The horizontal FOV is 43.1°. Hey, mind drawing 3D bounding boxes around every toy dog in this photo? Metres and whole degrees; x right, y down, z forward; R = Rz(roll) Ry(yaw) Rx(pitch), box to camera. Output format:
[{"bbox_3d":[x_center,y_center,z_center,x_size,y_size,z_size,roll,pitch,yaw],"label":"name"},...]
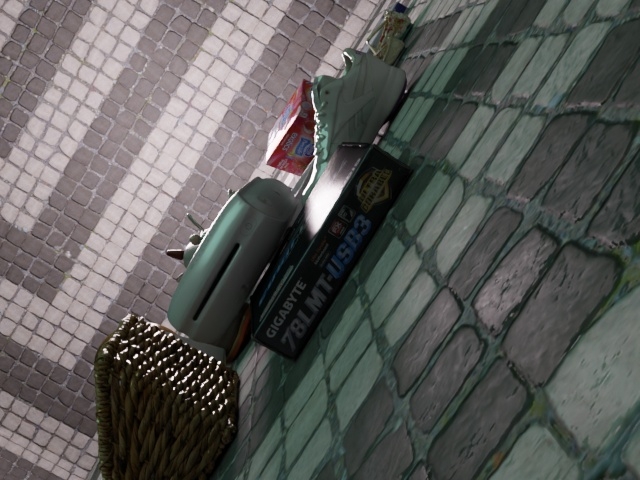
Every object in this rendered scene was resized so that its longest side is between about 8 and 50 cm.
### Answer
[{"bbox_3d":[-0.312,0.020,2.046,0.334,0.161,0.220,109,169,-55],"label":"toy dog"}]

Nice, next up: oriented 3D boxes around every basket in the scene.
[{"bbox_3d":[-0.269,0.273,1.239,0.213,0.223,0.299,-58,9,4],"label":"basket"}]

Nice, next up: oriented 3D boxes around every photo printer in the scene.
[{"bbox_3d":[-0.143,0.027,1.354,0.256,0.107,0.307,-59,3,12],"label":"photo printer"}]

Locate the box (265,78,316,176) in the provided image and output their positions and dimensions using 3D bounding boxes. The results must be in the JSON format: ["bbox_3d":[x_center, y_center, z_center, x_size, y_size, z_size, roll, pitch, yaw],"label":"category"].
[{"bbox_3d":[-0.052,-0.316,2.311,0.257,0.122,0.128,-50,29,47],"label":"box"}]

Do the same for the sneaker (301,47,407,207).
[{"bbox_3d":[0.026,-0.193,1.407,0.305,0.152,0.114,-62,11,-13],"label":"sneaker"}]

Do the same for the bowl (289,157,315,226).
[{"bbox_3d":[-0.031,-0.100,1.748,0.142,0.053,0.142,-51,12,42],"label":"bowl"}]

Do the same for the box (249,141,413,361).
[{"bbox_3d":[0.000,0.000,1.155,0.295,0.073,0.293,-59,7,4],"label":"box"}]

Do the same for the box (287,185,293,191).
[{"bbox_3d":[-0.130,-0.057,2.000,0.183,0.059,0.232,-42,9,-2],"label":"box"}]

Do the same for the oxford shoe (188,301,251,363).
[{"bbox_3d":[-0.204,0.185,1.585,0.271,0.098,0.097,-49,12,48],"label":"oxford shoe"}]

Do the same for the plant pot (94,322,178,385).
[{"bbox_3d":[-0.422,0.358,1.938,0.237,0.237,0.254,-57,23,12],"label":"plant pot"}]

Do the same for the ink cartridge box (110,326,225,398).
[{"bbox_3d":[-0.293,0.275,1.532,0.219,0.160,0.093,-52,28,37],"label":"ink cartridge box"}]

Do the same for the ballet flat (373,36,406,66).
[{"bbox_3d":[0.126,-0.374,1.797,0.168,0.052,0.057,-58,8,7],"label":"ballet flat"}]

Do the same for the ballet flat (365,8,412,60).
[{"bbox_3d":[0.131,-0.441,1.926,0.241,0.077,0.091,-60,9,-5],"label":"ballet flat"}]

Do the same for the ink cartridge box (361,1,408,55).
[{"bbox_3d":[0.148,-0.541,2.288,0.223,0.045,0.224,-61,8,-10],"label":"ink cartridge box"}]
